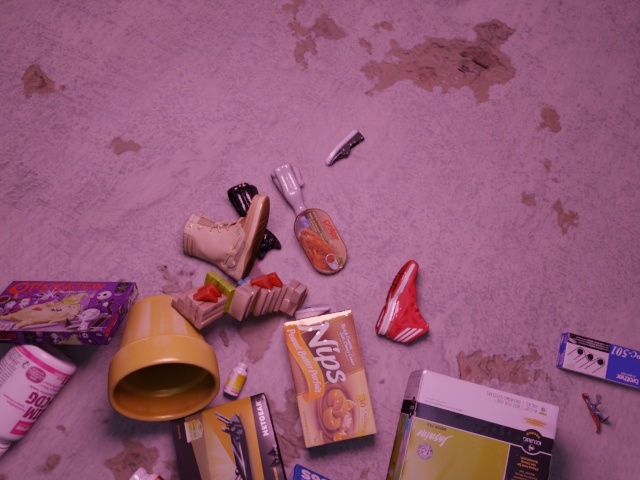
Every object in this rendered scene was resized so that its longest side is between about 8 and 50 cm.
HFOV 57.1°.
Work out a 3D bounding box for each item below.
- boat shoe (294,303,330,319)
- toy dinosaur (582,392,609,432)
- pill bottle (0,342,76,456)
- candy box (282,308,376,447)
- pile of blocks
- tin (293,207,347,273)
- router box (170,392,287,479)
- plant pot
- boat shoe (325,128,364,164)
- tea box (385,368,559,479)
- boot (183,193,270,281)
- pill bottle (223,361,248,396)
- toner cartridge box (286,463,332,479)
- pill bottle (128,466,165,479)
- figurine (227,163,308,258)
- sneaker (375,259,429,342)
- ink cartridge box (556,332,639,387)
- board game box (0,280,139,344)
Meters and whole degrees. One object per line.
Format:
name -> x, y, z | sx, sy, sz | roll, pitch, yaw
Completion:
boat shoe -> -0.021, 0.196, 1.589 | 0.100, 0.035, 0.035 | -10, 103, -8
toy dinosaur -> 0.714, 0.442, 1.541 | 0.082, 0.047, 0.090 | 35, 88, 26
pill bottle -> -0.758, 0.387, 1.452 | 0.160, 0.160, 0.283 | 35, 78, 7
candy box -> 0.021, 0.349, 1.511 | 0.183, 0.087, 0.316 | -11, 80, -4
pile of blocks -> -0.187, 0.117, 1.492 | 0.362, 0.112, 0.149 | -3, 40, -34
tin -> 0.000, 0.000, 1.603 | 0.106, 0.040, 0.189 | -29, 102, -5
router box -> -0.214, 0.557, 1.431 | 0.243, 0.081, 0.308 | -16, 63, -5
plant pot -> -0.387, 0.274, 1.442 | 0.254, 0.254, 0.239 | -15, 46, -5
boat shoe -> 0.071, -0.264, 1.699 | 0.040, 0.049, 0.142 | 41, 76, 8
tea box -> 0.353, 0.513, 1.419 | 0.329, 0.220, 0.323 | 16, 75, 3
boot -> -0.253, -0.036, 1.558 | 0.204, 0.095, 0.261 | 26, 120, 8
pill bottle -> -0.218, 0.361, 1.533 | 0.043, 0.043, 0.083 | 23, 76, 4
toner cartridge box -> 0.063, 0.645, 1.291 | 0.348, 0.075, 0.165 | 26, 104, -3
pill bottle -> -0.402, 0.628, 1.438 | 0.152, 0.086, 0.086 | 36, 78, 7
figurine -> -0.120, -0.083, 1.635 | 0.215, 0.092, 0.209 | -25, 86, -8
sneaker -> 0.244, 0.172, 1.585 | 0.128, 0.087, 0.221 | 25, 89, -4
ink cartridge box -> 0.745, 0.319, 1.568 | 0.207, 0.046, 0.097 | 15, 77, 2
board game box -> -0.662, 0.177, 1.479 | 0.347, 0.208, 0.056 | 0, 117, 6
